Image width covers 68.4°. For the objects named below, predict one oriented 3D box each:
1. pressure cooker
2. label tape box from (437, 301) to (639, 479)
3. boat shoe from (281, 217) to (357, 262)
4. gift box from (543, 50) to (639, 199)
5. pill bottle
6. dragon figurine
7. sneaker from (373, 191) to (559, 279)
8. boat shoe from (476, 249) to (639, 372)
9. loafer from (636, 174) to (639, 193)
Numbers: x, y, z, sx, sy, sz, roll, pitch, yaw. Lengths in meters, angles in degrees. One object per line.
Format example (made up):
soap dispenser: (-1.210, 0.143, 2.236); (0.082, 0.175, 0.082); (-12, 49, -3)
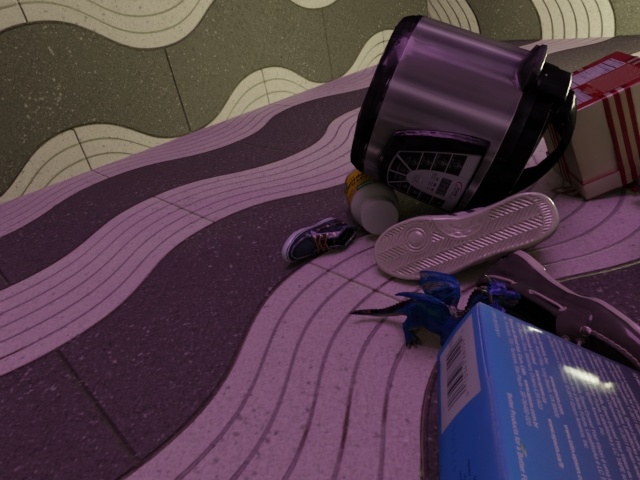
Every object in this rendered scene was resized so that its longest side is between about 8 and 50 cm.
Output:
pressure cooker: (0.315, -0.256, 1.028); (0.421, 0.375, 0.370); (23, 17, 7)
label tape box: (0.295, 0.236, 0.469); (0.348, 0.115, 0.249); (25, 33, -3)
boat shoe: (0.000, 0.000, 1.076); (0.083, 0.065, 0.183); (16, 38, 42)
gift box: (0.655, -0.259, 1.128); (0.277, 0.258, 0.255); (-23, 26, 20)
pill bottle: (0.126, -0.100, 1.158); (0.118, 0.117, 0.208); (-11, 29, 1)
dragon figurine: (0.176, 0.102, 0.751); (0.289, 0.144, 0.085); (17, 39, 40)
sneaker: (0.286, 0.002, 0.943); (0.350, 0.131, 0.148); (-13, -9, 24)
boat shoe: (0.355, 0.122, 0.710); (0.096, 0.112, 0.335); (-31, 24, 1)
loafer: (0.815, -0.152, 1.007); (0.268, 0.096, 0.084); (-9, 47, 11)
